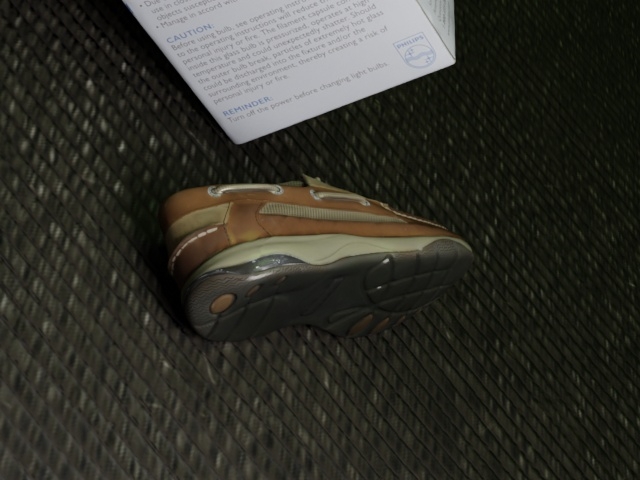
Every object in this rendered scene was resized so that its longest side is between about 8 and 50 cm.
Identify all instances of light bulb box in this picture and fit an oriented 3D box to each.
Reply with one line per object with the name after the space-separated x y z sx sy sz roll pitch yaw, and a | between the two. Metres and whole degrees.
-0.060 -0.346 1.588 0.361 0.225 0.358 52 27 -38 | light bulb box

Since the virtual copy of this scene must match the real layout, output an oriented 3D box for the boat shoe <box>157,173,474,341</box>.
0.000 0.000 1.510 0.324 0.122 0.120 2 50 -52 | boat shoe
